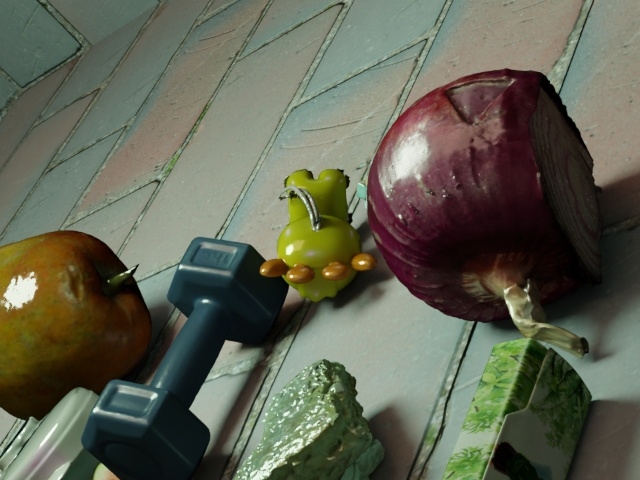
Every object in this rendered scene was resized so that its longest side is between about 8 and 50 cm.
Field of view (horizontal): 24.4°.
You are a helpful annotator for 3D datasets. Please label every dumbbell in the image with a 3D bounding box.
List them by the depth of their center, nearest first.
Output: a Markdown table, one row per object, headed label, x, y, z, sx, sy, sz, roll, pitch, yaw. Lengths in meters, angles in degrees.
| label | x | y | z | sx | sy | sz | roll | pitch | yaw |
| --- | --- | --- | --- | --- | --- | --- | --- | --- | --- |
| dumbbell | -0.162 | 0.149 | 1.823 | 0.144 | 0.160 | 0.325 | -21 | 32 | 44 |

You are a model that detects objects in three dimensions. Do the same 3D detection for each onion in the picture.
| label | x | y | z | sx | sy | sz | roll | pitch | yaw |
| --- | --- | --- | --- | --- | --- | --- | --- | --- | --- |
| onion | 0.159 | -0.038 | 1.502 | 0.230 | 0.256 | 0.272 | -13 | 20 | 29 |

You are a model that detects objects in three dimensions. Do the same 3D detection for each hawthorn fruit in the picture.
| label | x | y | z | sx | sy | sz | roll | pitch | yaw |
| --- | --- | --- | --- | --- | --- | --- | --- | --- | --- |
| hawthorn fruit | -0.370 | 0.115 | 2.133 | 0.300 | 0.268 | 0.268 | -27 | 27 | 28 |

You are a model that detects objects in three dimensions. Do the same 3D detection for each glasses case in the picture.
| label | x | y | z | sx | sy | sz | roll | pitch | yaw |
| --- | --- | --- | --- | --- | --- | --- | --- | --- | --- |
| glasses case | 0.155 | 0.213 | 1.251 | 0.062 | 0.095 | 0.272 | -17 | 35 | 41 |

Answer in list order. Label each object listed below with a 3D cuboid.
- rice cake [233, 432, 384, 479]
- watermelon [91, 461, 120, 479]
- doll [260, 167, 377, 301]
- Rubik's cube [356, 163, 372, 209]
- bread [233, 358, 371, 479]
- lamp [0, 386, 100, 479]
| label | x | y | z | sx | sy | sz | roll | pitch | yaw |
| --- | --- | --- | --- | --- | --- | --- | --- | --- | --- |
| rice cake | -0.034 | 0.265 | 1.555 | 0.211 | 0.038 | 0.124 | -16 | 35 | 49 |
| watermelon | -0.242 | 0.323 | 1.813 | 0.163 | 0.086 | 0.069 | -92 | 14 | -64 |
| doll | 0.000 | 0.000 | 1.859 | 0.142 | 0.135 | 0.221 | -1 | 25 | 3 |
| Rubik's cube | 0.088 | -0.070 | 1.893 | 0.084 | 0.073 | 0.075 | -44 | 23 | 5 |
| bread | -0.020 | 0.209 | 1.498 | 0.172 | 0.064 | 0.232 | -18 | 34 | 51 |
| lamp | -0.348 | 0.289 | 1.968 | 0.179 | 0.108 | 0.246 | -52 | 14 | -29 |
